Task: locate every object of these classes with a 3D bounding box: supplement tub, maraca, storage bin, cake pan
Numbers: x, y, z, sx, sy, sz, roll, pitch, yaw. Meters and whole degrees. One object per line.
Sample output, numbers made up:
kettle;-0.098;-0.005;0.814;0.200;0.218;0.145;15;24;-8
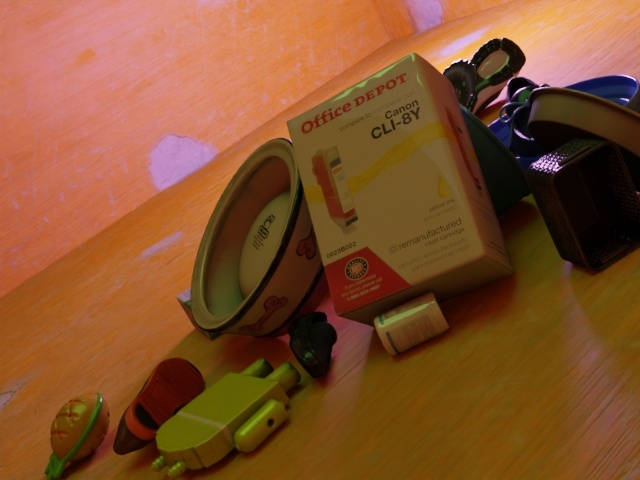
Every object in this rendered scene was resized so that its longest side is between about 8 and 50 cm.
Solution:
supplement tub;0.147;0.135;1.411;0.107;0.071;0.071;-25;17;7
maraca;-0.467;0.371;1.656;0.186;0.099;0.127;-57;19;-5
storage bin;0.415;-0.057;1.357;0.122;0.180;0.084;-31;16;-7
cake pan;0.471;-0.160;1.458;0.054;0.293;0.293;-62;21;-2

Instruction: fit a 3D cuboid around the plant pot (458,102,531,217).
plant pot;0.221;-0.099;1.691;0.255;0.271;0.271;-45;18;-1

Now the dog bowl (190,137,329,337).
dog bowl;-0.097;0.011;1.740;0.408;0.150;0.408;-43;34;39

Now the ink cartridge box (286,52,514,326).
ink cartridge box;0.128;-0.082;1.506;0.279;0.385;0.160;-25;-23;24

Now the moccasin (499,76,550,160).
moccasin;0.416;-0.251;1.759;0.138;0.117;0.342;-26;17;7

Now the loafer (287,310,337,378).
loafer;-0.010;0.174;1.531;0.078;0.076;0.223;-36;13;3

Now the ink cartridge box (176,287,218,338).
ink cartridge box;-0.201;0.118;1.970;0.208;0.087;0.153;-33;18;-16

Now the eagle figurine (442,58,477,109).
eagle figurine;0.280;-0.258;2.030;0.298;0.225;0.226;-37;8;-30

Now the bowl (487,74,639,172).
bowl;0.510;-0.234;1.896;0.391;0.077;0.391;-26;17;8

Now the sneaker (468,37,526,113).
sneaker;0.406;-0.389;2.485;0.410;0.158;0.182;-36;-18;-3

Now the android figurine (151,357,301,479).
android figurine;-0.162;0.296;1.455;0.273;0.056;0.248;-39;20;-32

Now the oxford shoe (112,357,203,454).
oxford shoe;-0.301;0.299;1.607;0.098;0.097;0.271;-47;-2;22
